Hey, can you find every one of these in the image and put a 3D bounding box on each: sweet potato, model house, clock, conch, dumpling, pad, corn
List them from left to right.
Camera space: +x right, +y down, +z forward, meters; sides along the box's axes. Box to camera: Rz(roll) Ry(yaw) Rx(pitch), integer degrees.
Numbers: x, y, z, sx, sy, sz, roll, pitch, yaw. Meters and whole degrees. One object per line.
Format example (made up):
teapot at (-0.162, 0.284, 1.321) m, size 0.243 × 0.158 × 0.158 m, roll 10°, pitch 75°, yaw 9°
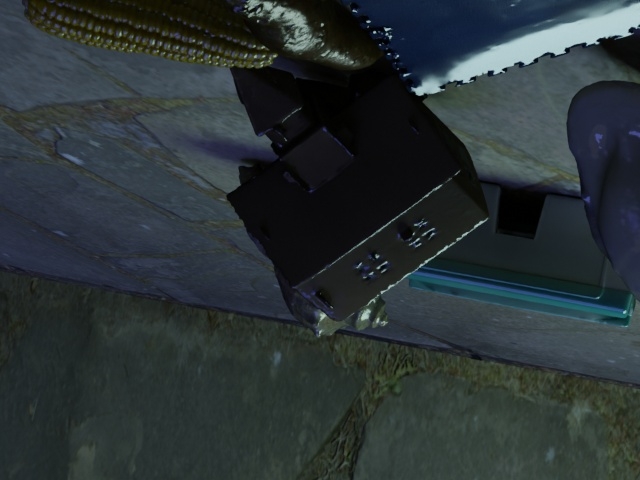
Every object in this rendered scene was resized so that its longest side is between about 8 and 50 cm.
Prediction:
corn at (-0.131, -0.174, 1.366) m, size 0.206 × 0.067 × 0.067 m, roll 10°, pitch 171°, yaw -5°
sweet potato at (-0.018, -0.165, 1.303) m, size 0.067 × 0.067 × 0.274 m, roll 7°, pitch 176°, yaw 26°
model house at (-0.003, -0.090, 1.504) m, size 0.181 × 0.176 × 0.248 m, roll -35°, pitch 130°, yaw 14°
conch at (0.000, 0.000, 1.999) m, size 0.245 × 0.163 × 0.178 m, roll 44°, pitch 179°, yaw 14°
clock at (0.217, 0.013, 1.940) m, size 0.262 × 0.116 × 0.231 m, roll 11°, pitch 176°, yaw 12°
pad at (0.148, -0.154, 0.982) m, size 0.269 × 0.012 × 0.270 m, roll -15°, pitch 165°, yaw 10°
dumpling at (0.334, -0.017, 1.334) m, size 0.318 × 0.187 × 0.243 m, roll 24°, pitch 169°, yaw -38°
